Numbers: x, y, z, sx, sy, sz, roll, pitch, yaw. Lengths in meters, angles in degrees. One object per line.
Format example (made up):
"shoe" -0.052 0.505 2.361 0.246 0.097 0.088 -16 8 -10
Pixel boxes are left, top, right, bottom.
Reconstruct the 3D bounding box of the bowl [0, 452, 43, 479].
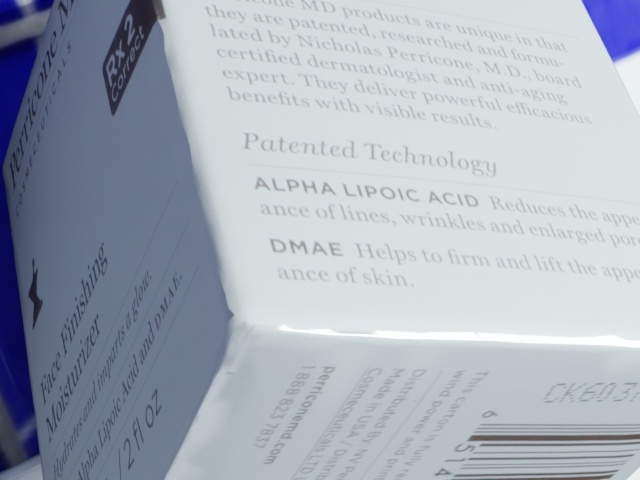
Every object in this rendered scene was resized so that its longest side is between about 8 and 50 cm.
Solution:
"bowl" -0.056 0.129 0.490 0.142 0.053 0.142 -19 95 -25

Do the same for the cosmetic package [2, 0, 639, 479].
"cosmetic package" 0.000 0.000 0.428 0.151 0.151 0.184 4 48 -26
